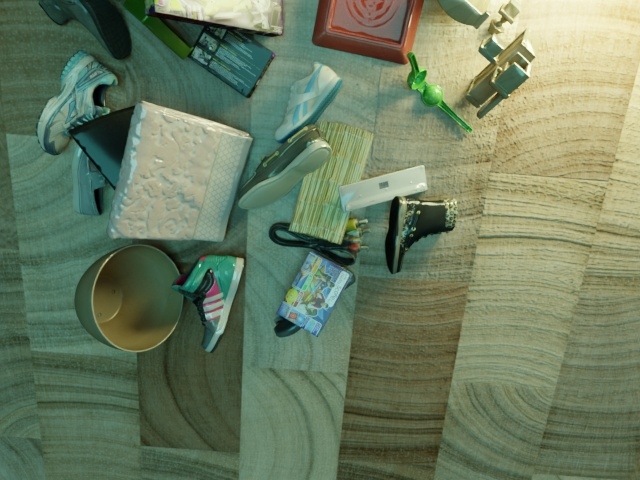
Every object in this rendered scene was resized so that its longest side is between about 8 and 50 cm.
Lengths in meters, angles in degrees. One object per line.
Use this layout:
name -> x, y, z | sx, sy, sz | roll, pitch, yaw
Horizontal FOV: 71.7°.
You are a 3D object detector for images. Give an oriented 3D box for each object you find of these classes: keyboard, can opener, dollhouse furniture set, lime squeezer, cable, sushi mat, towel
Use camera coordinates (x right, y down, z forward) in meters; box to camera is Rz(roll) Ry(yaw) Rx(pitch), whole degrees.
keyboard -> 0.173, -0.141, 1.203 | 0.256, 0.014, 0.072 | -16, 100, -13
can opener -> -0.017, 0.183, 1.294 | 0.280, 0.093, 0.074 | -39, 139, 7
dollhouse furniture set -> 0.309, -0.494, 1.032 | 0.355, 0.303, 0.174 | 38, 140, -8
lime squeezer -> 0.287, -0.385, 1.128 | 0.310, 0.110, 0.058 | 33, 87, -39
cable -> 0.000, 0.000, 1.274 | 0.287, 0.072, 0.139 | 2, 124, 12
sushi mat -> 0.028, -0.156, 1.199 | 0.151, 0.019, 0.316 | 17, 97, 7
dollhouse furniture set -> -0.400, -0.629, 1.074 | 0.301, 0.151, 0.197 | 44, 97, 19
towel -> -0.346, -0.149, 1.123 | 0.317, 0.053, 0.331 | 5, 112, -44

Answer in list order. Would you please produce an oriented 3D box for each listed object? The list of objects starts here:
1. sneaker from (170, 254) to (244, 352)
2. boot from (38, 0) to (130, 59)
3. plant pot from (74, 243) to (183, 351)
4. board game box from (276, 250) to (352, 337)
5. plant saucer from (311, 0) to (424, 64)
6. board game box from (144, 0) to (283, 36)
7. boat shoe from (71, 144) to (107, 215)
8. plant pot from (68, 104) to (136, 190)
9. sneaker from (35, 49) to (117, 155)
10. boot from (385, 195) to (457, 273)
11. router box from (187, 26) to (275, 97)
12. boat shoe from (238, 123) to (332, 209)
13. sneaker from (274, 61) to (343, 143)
sneaker -> -0.341, 0.169, 1.267 | 0.178, 0.124, 0.295 | 16, 98, -13
boot -> -0.593, -0.559, 1.092 | 0.161, 0.083, 0.246 | -1, 135, 28
plant pot -> -0.552, 0.158, 1.221 | 0.191, 0.284, 0.284 | -5, 108, 30
board game box -> -0.016, 0.147, 1.234 | 0.136, 0.035, 0.201 | 29, 90, 5
plant saucer -> 0.127, -0.595, 1.092 | 0.259, 0.047, 0.258 | 11, 106, -2
board game box -> -0.222, -0.581, 0.973 | 0.056, 0.347, 0.208 | 10, 109, 41
boat shoe -> -0.615, -0.165, 1.196 | 0.081, 0.079, 0.227 | 12, 124, -13
plant pot -> -0.482, -0.241, 1.135 | 0.167, 0.188, 0.187 | -35, 103, 0
sneaker -> -0.624, -0.333, 1.142 | 0.122, 0.110, 0.283 | 30, 104, -11
boot -> 0.279, -0.013, 1.238 | 0.179, 0.085, 0.236 | -3, 118, -10
router box -> -0.225, -0.471, 1.129 | 0.179, 0.046, 0.133 | 34, 104, -8
boat shoe -> -0.108, -0.190, 1.183 | 0.305, 0.109, 0.091 | -33, 68, 23
sneaker -> -0.047, -0.351, 1.151 | 0.092, 0.087, 0.228 | 44, 101, 5
